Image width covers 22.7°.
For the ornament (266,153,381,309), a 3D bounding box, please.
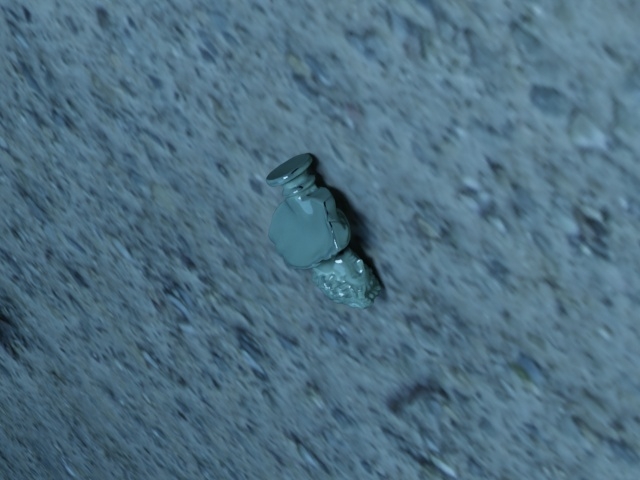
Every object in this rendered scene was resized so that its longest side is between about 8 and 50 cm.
[{"bbox_3d":[-0.002,-0.003,0.930,0.068,0.041,0.092,30,147,38],"label":"ornament"}]
